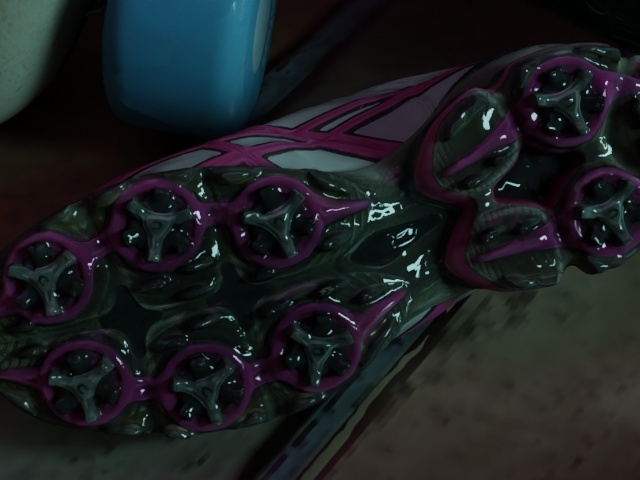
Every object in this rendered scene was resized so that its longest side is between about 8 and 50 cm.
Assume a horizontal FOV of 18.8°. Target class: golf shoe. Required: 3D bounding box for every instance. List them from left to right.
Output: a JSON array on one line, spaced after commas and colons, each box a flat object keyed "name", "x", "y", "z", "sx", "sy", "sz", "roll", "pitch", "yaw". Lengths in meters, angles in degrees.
[{"name": "golf shoe", "x": 0.000, "y": 0.000, "z": 0.496, "sx": 0.186, "sy": 0.067, "sz": 0.086, "roll": -18, "pitch": 10, "yaw": -8}]

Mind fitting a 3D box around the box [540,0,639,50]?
[{"name": "box", "x": 0.095, "y": -0.164, "z": 0.540, "sx": 0.058, "sy": 0.232, "sz": 0.322, "roll": -28, "pitch": 41, "yaw": -25}]

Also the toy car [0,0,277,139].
[{"name": "toy car", "x": -0.109, "y": -0.164, "z": 0.624, "sx": 0.219, "sy": 0.210, "sz": 0.238, "roll": 8, "pitch": 27, "yaw": 4}]
